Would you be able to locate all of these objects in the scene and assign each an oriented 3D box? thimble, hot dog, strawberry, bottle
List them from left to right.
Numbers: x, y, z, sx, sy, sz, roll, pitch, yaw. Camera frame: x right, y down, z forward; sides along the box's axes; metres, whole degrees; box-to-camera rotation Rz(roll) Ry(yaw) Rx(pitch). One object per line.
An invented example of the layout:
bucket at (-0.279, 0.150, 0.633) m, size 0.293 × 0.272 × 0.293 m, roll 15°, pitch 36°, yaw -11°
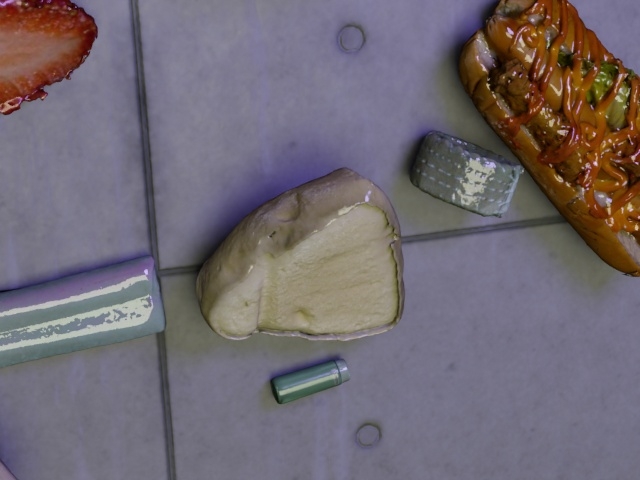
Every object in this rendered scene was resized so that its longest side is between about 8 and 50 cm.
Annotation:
strawberry at (-0.324, -0.173, 1.401) m, size 0.208 × 0.087 × 0.167 m, roll -9°, pitch 132°, yaw -41°
bottle at (-0.011, 0.150, 1.617) m, size 0.083 × 0.030 × 0.030 m, roll -16°, pitch 111°, yaw -13°
thimble at (0.152, -0.068, 1.566) m, size 0.110 × 0.084 × 0.062 m, roll 22°, pitch 103°, yaw 0°
hot dog at (0.287, -0.113, 1.575) m, size 0.158 × 0.117 × 0.349 m, roll -47°, pitch 114°, yaw -11°

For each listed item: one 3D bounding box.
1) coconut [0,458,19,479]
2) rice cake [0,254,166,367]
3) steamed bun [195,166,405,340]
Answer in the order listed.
coconut at (-0.391, 0.286, 1.433) m, size 0.239 × 0.239 × 0.244 m, roll -33°, pitch 110°, yaw -5°
rice cake at (-0.267, 0.076, 1.508) m, size 0.221 × 0.042 × 0.080 m, roll -13°, pitch 111°, yaw -13°
steamed bun at (-0.026, 0.014, 1.523) m, size 0.212 × 0.110 × 0.231 m, roll -14°, pitch 140°, yaw -6°
